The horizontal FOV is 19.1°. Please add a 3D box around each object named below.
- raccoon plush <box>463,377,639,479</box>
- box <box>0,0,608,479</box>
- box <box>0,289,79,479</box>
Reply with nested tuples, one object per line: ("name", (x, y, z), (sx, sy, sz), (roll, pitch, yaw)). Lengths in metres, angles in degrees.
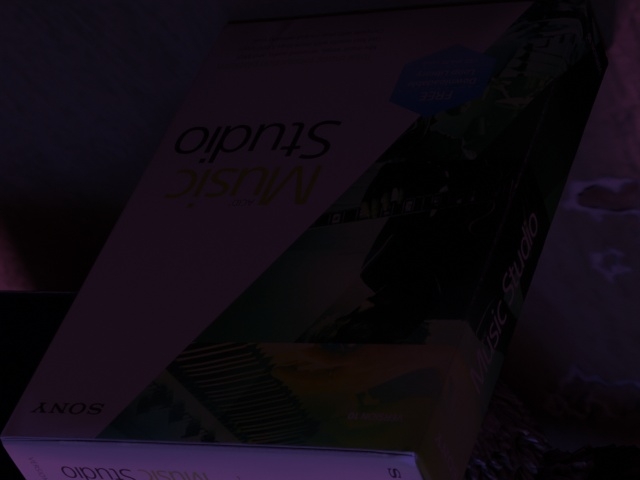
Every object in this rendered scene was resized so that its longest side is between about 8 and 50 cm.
("raccoon plush", (0.073, 0.069, 1.225), (0.447, 0.216, 0.299), (-7, 127, -9))
("box", (0.000, 0.000, 0.992), (0.232, 0.322, 0.058), (-1, 136, 28))
("box", (-0.193, 0.224, 1.328), (0.183, 0.296, 0.294), (0, 156, 27))
